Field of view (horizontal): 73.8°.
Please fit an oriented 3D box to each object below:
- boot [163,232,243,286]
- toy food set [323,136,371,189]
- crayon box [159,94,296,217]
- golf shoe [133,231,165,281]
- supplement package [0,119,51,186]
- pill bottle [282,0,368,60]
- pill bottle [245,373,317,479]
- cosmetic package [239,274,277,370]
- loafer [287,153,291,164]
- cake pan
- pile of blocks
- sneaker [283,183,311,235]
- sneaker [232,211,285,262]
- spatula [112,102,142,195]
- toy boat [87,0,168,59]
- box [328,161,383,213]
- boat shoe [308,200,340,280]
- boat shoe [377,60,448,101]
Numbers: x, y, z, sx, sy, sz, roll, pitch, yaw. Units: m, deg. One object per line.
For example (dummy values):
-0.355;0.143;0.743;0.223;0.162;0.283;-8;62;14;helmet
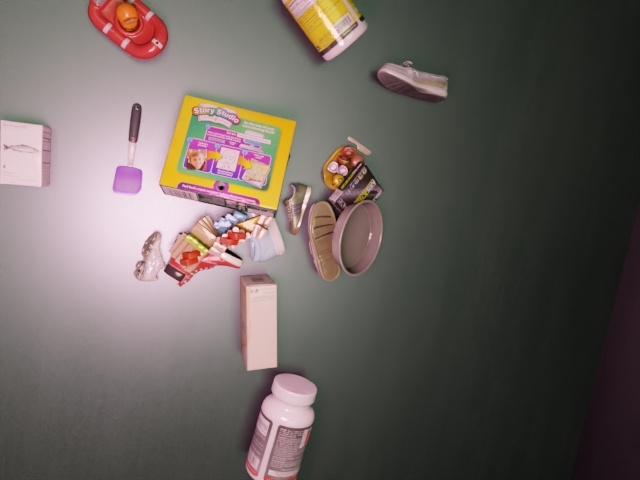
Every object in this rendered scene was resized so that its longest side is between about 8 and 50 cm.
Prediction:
-0.409;0.095;1.494;0.244;0.088;0.176;20;92;-14;boot
0.103;-0.289;1.617;0.128;0.071;0.217;38;85;-22;toy food set
-0.288;-0.267;1.369;0.363;0.106;0.312;12;75;-7;crayon box
-0.565;0.057;1.450;0.086;0.069;0.176;19;96;-42;golf shoe
-0.865;-0.252;1.253;0.105;0.105;0.179;3;98;-20;supplement package
-0.008;-0.796;1.425;0.188;0.188;0.334;-44;110;-8;pill bottle
-0.141;0.718;1.630;0.210;0.210;0.362;15;94;-22;pill bottle
-0.227;0.292;1.553;0.113;0.160;0.309;-2;99;-19;cosmetic package
-0.160;-0.287;1.513;0.095;0.087;0.251;9;96;-21;loafer
0.139;-0.012;1.606;0.293;0.054;0.293;-22;118;-48;cake pan
-0.327;-0.017;1.384;0.362;0.112;0.148;-25;101;-2;pile of blocks
-0.102;-0.122;1.581;0.086;0.064;0.192;18;93;-14;sneaker
-0.251;-0.084;1.491;0.150;0.135;0.365;-27;107;-17;sneaker
-0.609;-0.294;1.379;0.084;0.030;0.296;8;96;-22;spatula
-0.568;-0.655;1.266;0.231;0.151;0.151;38;86;-21;toy boat
0.140;-0.173;1.627;0.190;0.045;0.184;-51;136;-6;box
0.000;0.000;1.612;0.113;0.103;0.302;-10;103;-21;boat shoe
0.359;-0.620;1.634;0.321;0.118;0.103;8;91;-25;boat shoe
